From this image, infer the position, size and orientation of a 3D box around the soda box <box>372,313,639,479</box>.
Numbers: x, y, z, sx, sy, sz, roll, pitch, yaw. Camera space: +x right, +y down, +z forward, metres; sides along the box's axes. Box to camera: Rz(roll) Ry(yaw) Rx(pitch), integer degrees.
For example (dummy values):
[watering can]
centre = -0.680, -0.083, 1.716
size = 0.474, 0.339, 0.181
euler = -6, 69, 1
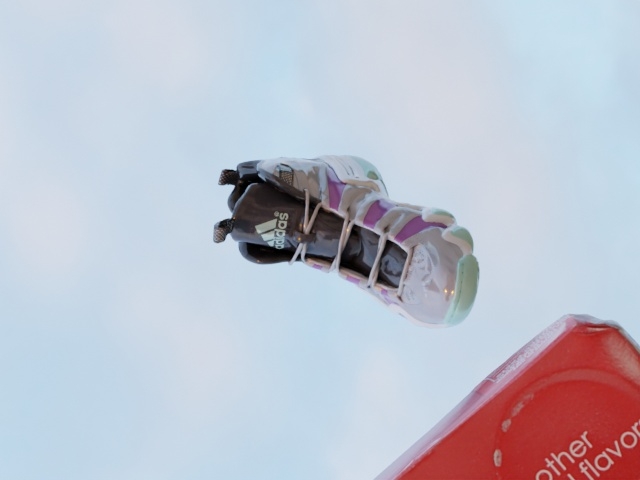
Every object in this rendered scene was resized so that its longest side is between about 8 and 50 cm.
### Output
[soda box]
centre = -0.014, 0.133, 0.400
size = 0.092, 0.263, 0.083
euler = 49, 179, 8

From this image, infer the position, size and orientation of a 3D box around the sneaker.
[sneaker]
centre = 0.000, 0.000, 0.593
size = 0.069, 0.098, 0.038
euler = 2, -72, -32
